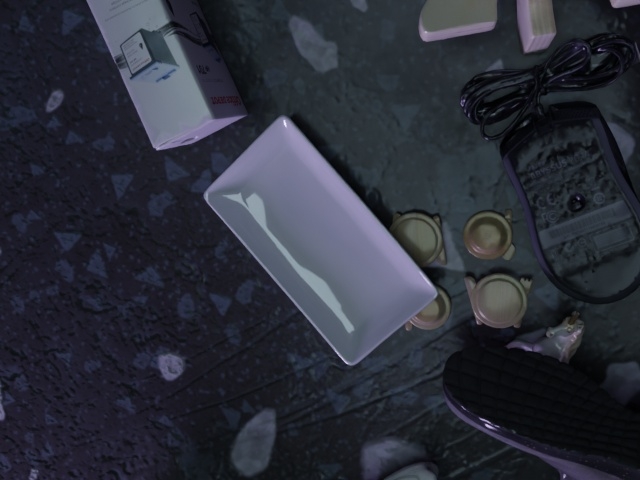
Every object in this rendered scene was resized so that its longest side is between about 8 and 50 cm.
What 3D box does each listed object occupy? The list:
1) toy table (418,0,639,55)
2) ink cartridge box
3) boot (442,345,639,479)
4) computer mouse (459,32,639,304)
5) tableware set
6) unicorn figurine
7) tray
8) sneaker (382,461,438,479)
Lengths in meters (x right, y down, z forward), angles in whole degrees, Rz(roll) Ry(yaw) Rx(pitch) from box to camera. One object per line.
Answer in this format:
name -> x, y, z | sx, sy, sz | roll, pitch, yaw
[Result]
toy table -> 0.212, -0.289, 0.843 | 0.274, 0.252, 0.161 | -12, 84, 14
ink cartridge box -> -0.167, -0.206, 0.980 | 0.082, 0.139, 0.191 | -24, 95, 13
boot -> 0.275, 0.258, 0.962 | 0.338, 0.118, 0.223 | 22, 135, 16
computer mouse -> 0.275, -0.068, 0.951 | 0.188, 0.072, 0.272 | -17, 87, 22
tableware set -> 0.156, 0.034, 1.019 | 0.168, 0.020, 0.141 | -4, 98, 14
unicorn figurine -> 0.254, 0.144, 1.003 | 0.111, 0.060, 0.162 | -18, 115, 17
tray -> 0.000, 0.000, 1.030 | 0.145, 0.030, 0.270 | -42, 86, 19
sneaker -> 0.164, 0.391, 1.045 | 0.118, 0.110, 0.292 | -37, 91, 7
